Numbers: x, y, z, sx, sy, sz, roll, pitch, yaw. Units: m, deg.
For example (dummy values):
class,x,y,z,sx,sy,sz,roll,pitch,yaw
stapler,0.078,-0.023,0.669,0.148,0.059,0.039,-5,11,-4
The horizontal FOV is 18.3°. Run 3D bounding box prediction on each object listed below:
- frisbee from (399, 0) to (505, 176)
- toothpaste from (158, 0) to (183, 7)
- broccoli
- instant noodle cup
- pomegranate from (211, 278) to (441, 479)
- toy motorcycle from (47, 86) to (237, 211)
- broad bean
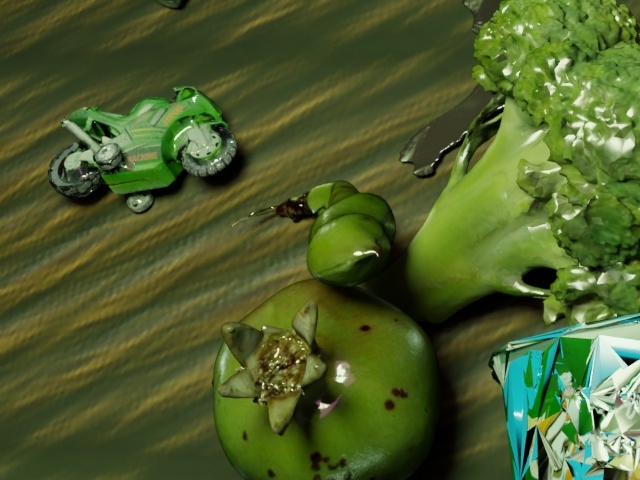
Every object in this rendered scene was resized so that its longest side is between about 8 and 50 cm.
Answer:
class,x,y,z,sx,sy,sz,roll,pitch,yaw
frisbee,0.141,-0.123,1.672,0.187,0.012,0.211,-37,53,4
toothpaste,-0.093,-0.328,1.894,0.062,0.039,0.239,19,71,30
broccoli,0.199,-0.025,1.516,0.254,0.186,0.302,39,127,34
instant noodle cup,0.228,0.168,1.337,0.240,0.240,0.178,-7,67,24
pomegranate,-0.005,0.108,1.480,0.181,0.224,0.181,-5,70,15
toy motorcycle,-0.155,-0.090,1.770,0.190,0.074,0.106,-7,50,25
broad bean,0.010,-0.005,1.557,0.098,0.056,0.318,-28,11,-10
